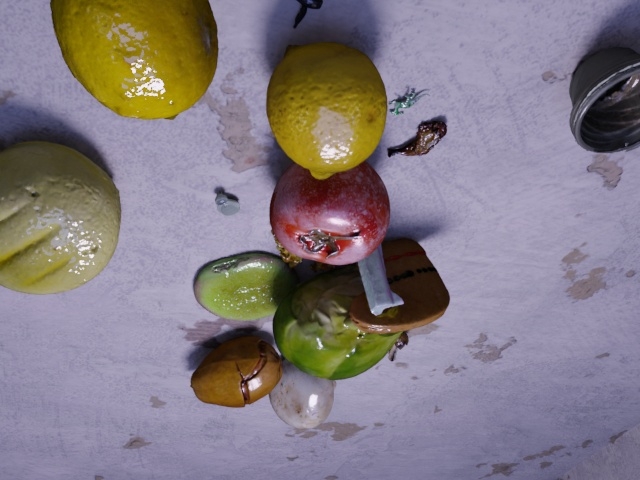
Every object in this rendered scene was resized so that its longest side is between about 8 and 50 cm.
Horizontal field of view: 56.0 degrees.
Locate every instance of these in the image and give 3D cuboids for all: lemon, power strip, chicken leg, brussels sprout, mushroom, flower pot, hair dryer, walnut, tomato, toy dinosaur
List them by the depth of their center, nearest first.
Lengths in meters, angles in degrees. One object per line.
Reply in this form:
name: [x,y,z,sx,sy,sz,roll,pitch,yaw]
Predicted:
lemon: [-0.290,-0.335,0.961,0.260,0.261,0.284,-25,141,17]
hair dryer: [-0.044,-0.419,1.084,0.078,0.031,0.083,19,140,-15]
lemon: [0.014,-0.242,1.136,0.228,0.228,0.254,-13,120,3]
flower pot: [0.613,-0.307,1.247,0.235,0.141,0.236,-5,141,-4]
toy dinosaur: [0.186,-0.288,1.278,0.083,0.021,0.062,3,145,-9]
tomato: [0.025,-0.077,1.330,0.270,0.227,0.270,8,144,6]
chicken leg: [0.220,-0.220,1.351,0.145,0.037,0.062,-37,110,27]
power strip: [-0.222,-0.088,1.424,0.055,0.035,0.083,-20,151,12]
brussels sprout: [0.053,0.217,1.628,0.370,0.276,0.315,-21,144,-14]
walnut: [-0.273,0.416,1.860,0.336,0.209,0.209,-22,138,25]
mushroom: [0.248,0.354,2.000,0.060,0.061,0.187,-28,155,-24]
mushroom: [-0.046,0.492,2.004,0.243,0.244,0.244,-5,139,-5]

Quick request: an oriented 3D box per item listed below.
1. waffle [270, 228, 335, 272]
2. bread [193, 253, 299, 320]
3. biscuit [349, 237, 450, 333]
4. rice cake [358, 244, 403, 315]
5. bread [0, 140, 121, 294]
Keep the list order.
waffle: [0.000,0.000,1.548,0.231,0.051,0.229,-18,135,8]
bread: [-0.202,0.143,1.675,0.301,0.045,0.302,-6,140,-5]
biscuit: [0.178,0.104,1.510,0.261,0.277,0.052,-7,137,-15]
rice cake: [0.126,0.032,1.441,0.081,0.291,0.051,-8,162,-14]
bread: [-0.575,-0.041,1.245,0.320,0.237,0.321,-8,137,-7]
